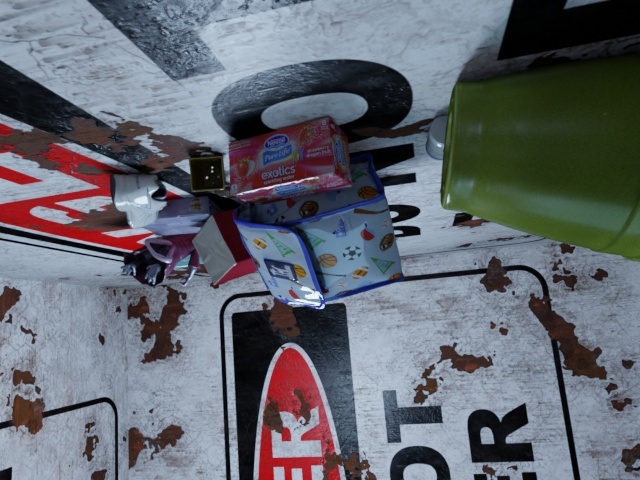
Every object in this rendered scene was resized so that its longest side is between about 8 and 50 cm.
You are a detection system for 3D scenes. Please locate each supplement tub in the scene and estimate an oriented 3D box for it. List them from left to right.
[{"bbox_3d":[0.277,-0.229,1.055,0.070,0.071,0.107,-6,171,6],"label":"supplement tub"}]

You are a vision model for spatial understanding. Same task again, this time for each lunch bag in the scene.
[{"bbox_3d":[0.000,0.000,1.244,0.385,0.239,0.328,-15,131,4],"label":"lunch bag"}]

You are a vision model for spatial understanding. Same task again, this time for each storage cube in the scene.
[{"bbox_3d":[-0.280,0.015,1.557,0.193,0.184,0.215,-18,165,-44],"label":"storage cube"}]

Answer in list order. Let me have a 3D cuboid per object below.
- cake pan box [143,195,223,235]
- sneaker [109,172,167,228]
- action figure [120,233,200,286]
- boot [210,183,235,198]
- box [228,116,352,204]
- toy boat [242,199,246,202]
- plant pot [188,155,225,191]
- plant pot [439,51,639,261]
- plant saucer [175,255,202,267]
[{"bbox_3d":[-0.471,-0.076,1.564,0.266,0.070,0.246,-6,168,4],"label":"cake pan box"},{"bbox_3d":[-0.485,-0.106,1.299,0.129,0.111,0.297,-9,171,-10],"label":"sneaker"},{"bbox_3d":[-0.573,0.023,1.798,0.370,0.248,0.276,-37,165,-50],"label":"action figure"},{"bbox_3d":[-0.258,-0.136,1.319,0.106,0.037,0.114,4,-174,-29],"label":"boot"},{"bbox_3d":[-0.070,-0.171,1.053,0.256,0.128,0.122,-9,169,22],"label":"box"},{"bbox_3d":[-0.151,-0.102,1.328,0.150,0.151,0.231,-6,169,8],"label":"toy boat"},{"bbox_3d":[-0.275,-0.161,1.163,0.081,0.082,0.083,-4,-179,-3],"label":"plant pot"},{"bbox_3d":[0.407,-0.159,0.851,0.352,0.367,0.366,5,171,10],"label":"plant pot"},{"bbox_3d":[-0.610,0.058,2.103,0.317,0.044,0.318,-12,160,-5],"label":"plant saucer"}]
